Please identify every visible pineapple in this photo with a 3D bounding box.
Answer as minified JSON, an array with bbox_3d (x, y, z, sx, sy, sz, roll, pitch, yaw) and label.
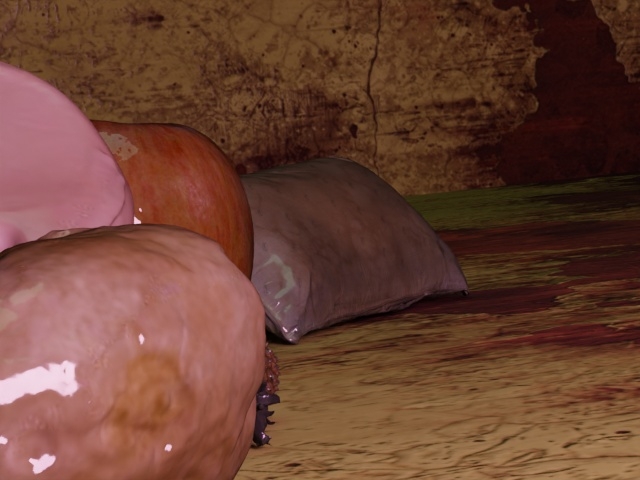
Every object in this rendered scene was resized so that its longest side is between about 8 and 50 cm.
[{"bbox_3d":[-0.046,0.091,1.075,0.058,0.058,0.124,-5,18,-4],"label":"pineapple"}]

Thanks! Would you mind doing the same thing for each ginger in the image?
[{"bbox_3d":[-0.116,0.065,0.795,0.267,0.138,0.152,-7,16,-34],"label":"ginger"}]

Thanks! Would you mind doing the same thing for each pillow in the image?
[{"bbox_3d":[0.000,0.000,1.612,0.185,0.075,0.302,45,27,20],"label":"pillow"}]

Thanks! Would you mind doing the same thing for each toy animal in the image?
[{"bbox_3d":[-0.185,0.027,1.011,0.195,0.256,0.213,-2,47,-16],"label":"toy animal"}]

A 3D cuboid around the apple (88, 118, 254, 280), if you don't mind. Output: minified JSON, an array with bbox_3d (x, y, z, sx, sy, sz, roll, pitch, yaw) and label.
[{"bbox_3d":[-0.152,0.005,1.379,0.211,0.188,0.211,-1,5,0],"label":"apple"}]
